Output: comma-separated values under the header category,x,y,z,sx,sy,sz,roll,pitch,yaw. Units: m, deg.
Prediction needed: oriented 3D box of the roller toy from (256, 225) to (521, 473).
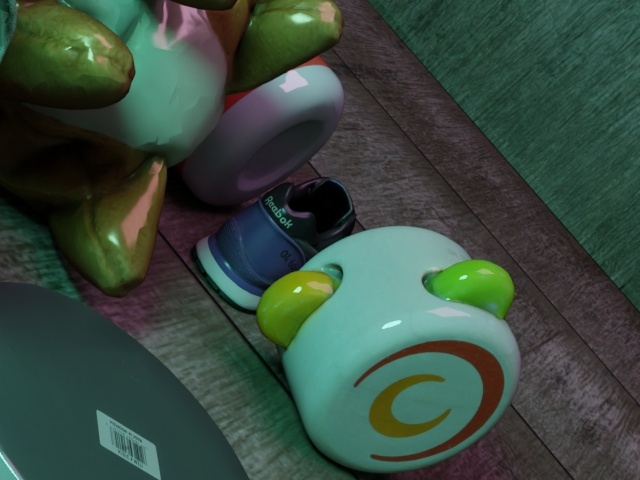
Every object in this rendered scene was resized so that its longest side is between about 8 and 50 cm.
category,x,y,z,sx,sy,sz,roll,pitch,yaw
roller toy,0.060,0.090,1.242,0.146,0.209,0.191,-113,-172,-47

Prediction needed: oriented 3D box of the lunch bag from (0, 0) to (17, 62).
category,x,y,z,sx,sy,sz,roll,pitch,yaw
lunch bag,-0.285,-0.132,0.774,0.169,0.287,0.235,32,24,-40

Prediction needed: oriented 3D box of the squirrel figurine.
category,x,y,z,sx,sy,sz,roll,pitch,yaw
squirrel figurine,-0.234,-0.223,1.059,0.397,0.281,0.370,40,-6,42

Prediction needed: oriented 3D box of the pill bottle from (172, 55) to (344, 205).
category,x,y,z,sx,sy,sz,roll,pitch,yaw
pill bottle,-0.133,-0.203,1.435,0.323,0.181,0.181,52,19,16

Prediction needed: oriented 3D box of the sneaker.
category,x,y,z,sx,sy,sz,roll,pitch,yaw
sneaker,0.000,0.000,1.397,0.107,0.124,0.283,51,18,12

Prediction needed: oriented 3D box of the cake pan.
category,x,y,z,sx,sy,sz,roll,pitch,yaw
cake pan,-0.137,0.138,0.889,0.293,0.054,0.293,43,16,-15
